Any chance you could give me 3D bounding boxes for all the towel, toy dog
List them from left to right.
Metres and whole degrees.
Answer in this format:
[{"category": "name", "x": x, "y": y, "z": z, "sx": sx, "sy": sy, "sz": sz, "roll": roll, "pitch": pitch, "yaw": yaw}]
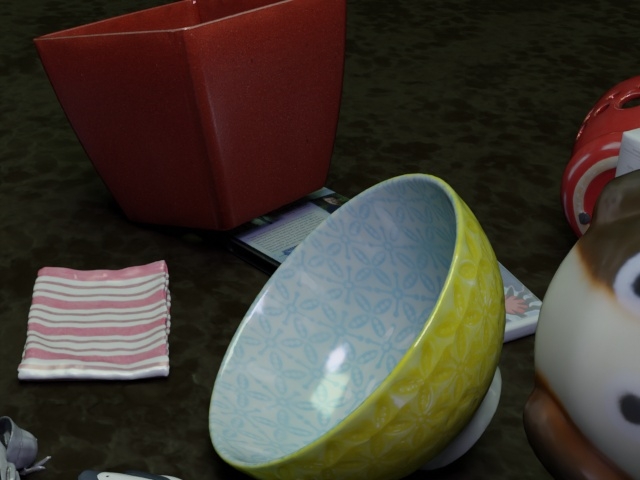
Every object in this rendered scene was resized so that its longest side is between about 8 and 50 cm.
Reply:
[{"category": "towel", "x": -0.224, "y": 0.078, "z": 1.152, "sx": 0.144, "sy": 0.029, "sz": 0.197, "roll": -2, "pitch": 28, "yaw": -6}, {"category": "toy dog", "x": 0.343, "y": 0.091, "z": 0.776, "sx": 0.407, "sy": 0.285, "sz": 0.395, "roll": 17, "pitch": 14, "yaw": -23}]

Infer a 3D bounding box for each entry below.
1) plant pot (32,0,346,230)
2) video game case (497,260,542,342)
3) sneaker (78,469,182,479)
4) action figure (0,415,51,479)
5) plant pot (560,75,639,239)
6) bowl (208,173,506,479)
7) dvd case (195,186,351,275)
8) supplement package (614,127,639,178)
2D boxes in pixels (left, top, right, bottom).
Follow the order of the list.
[{"category": "plant pot", "x": -0.131, "y": -0.152, "z": 1.338, "sx": 0.267, "sy": 0.236, "sz": 0.267, "roll": 7, "pitch": 23, "yaw": 41}, {"category": "video game case", "x": 0.111, "y": 0.054, "z": 1.196, "sx": 0.201, "sy": 0.023, "sz": 0.183, "roll": -13, "pitch": 40, "yaw": -28}, {"category": "sneaker", "x": -0.143, "y": 0.234, "z": 0.797, "sx": 0.153, "sy": 0.094, "sz": 0.235, "roll": 13, "pitch": 30, "yaw": 22}, {"category": "action figure", "x": -0.351, "y": 0.176, "z": 0.893, "sx": 0.285, "sy": 0.099, "sz": 0.185, "roll": 2, "pitch": 18, "yaw": -31}, {"category": "plant pot", "x": 0.374, "y": -0.077, "z": 1.317, "sx": 0.191, "sy": 0.191, "sz": 0.174, "roll": 15, "pitch": 34, "yaw": 24}, {"category": "bowl", "x": 0.058, "y": 0.104, "z": 0.953, "sx": 0.156, "sy": 0.289, "sz": 0.289, "roll": 40, "pitch": 18, "yaw": -22}, {"category": "dvd case", "x": 0.000, "y": 0.000, "z": 1.323, "sx": 0.180, "sy": 0.022, "sz": 0.253, "roll": -23, "pitch": 37, "yaw": -37}, {"category": "supplement package", "x": 0.355, "y": 0.021, "z": 1.068, "sx": 0.139, "sy": 0.244, "sz": 0.134, "roll": -15, "pitch": 33, "yaw": -31}]
